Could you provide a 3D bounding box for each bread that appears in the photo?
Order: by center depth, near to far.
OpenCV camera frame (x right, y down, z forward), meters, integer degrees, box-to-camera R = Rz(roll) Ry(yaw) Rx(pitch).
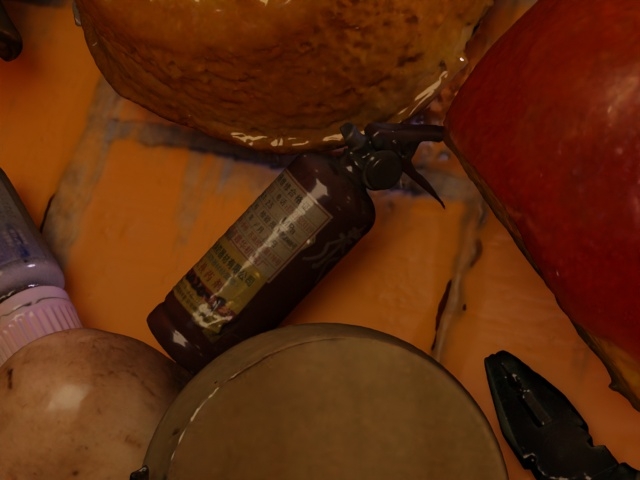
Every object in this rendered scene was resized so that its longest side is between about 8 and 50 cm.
[{"bbox_3d":[-0.038,-0.251,0.833,0.358,0.204,0.337,21,73,25],"label":"bread"}]

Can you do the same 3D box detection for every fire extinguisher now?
[{"bbox_3d":[-0.006,-0.006,0.798,0.252,0.106,0.075,-47,56,6],"label":"fire extinguisher"}]

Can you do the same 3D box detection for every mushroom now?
[{"bbox_3d":[-0.152,0.137,0.759,0.166,0.127,0.166,1,108,2],"label":"mushroom"}]

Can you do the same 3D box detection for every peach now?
[{"bbox_3d":[0.255,-0.050,0.645,0.380,0.242,0.306,-8,73,15],"label":"peach"}]

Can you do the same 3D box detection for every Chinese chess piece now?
[{"bbox_3d":[-0.001,0.162,0.674,0.238,0.092,0.237,2,83,-15],"label":"Chinese chess piece"}]

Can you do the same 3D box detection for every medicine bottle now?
[{"bbox_3d":[-0.241,0.031,0.855,0.083,0.083,0.203,-38,63,1],"label":"medicine bottle"}]

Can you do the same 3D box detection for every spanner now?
[{"bbox_3d":[0.192,0.193,0.668,0.096,0.040,0.325,-27,56,-9],"label":"spanner"}]

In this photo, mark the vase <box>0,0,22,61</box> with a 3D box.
[{"bbox_3d":[-0.339,-0.345,0.926,0.329,0.241,0.302,28,102,20],"label":"vase"}]
